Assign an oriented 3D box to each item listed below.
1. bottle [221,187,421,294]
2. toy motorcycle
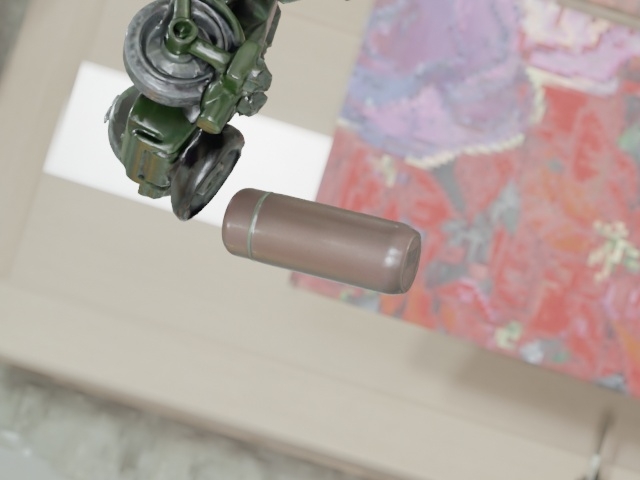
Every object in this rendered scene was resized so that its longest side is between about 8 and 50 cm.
[{"bbox_3d":[0.000,0.000,1.279,0.053,0.140,0.053,14,-90,-74],"label":"bottle"},{"bbox_3d":[-0.058,-0.149,1.258,0.275,0.127,0.205,-61,-1,-23],"label":"toy motorcycle"}]
